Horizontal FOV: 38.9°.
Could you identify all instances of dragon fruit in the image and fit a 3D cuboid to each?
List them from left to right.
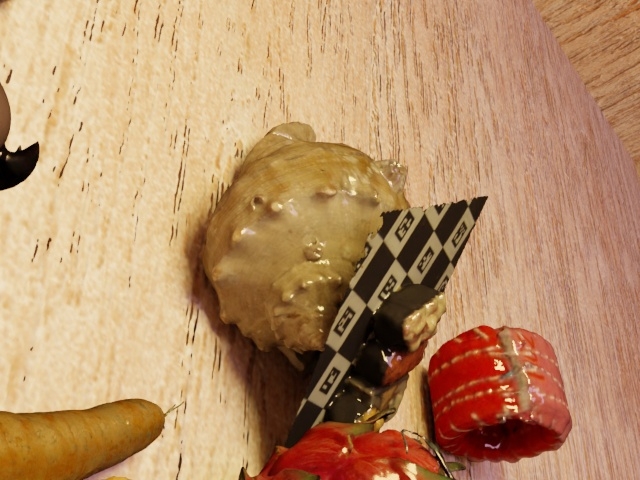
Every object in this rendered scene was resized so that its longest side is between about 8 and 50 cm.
[{"bbox_3d":[0.035,0.239,0.737,0.274,0.193,0.192,-11,87,-32],"label":"dragon fruit"}]

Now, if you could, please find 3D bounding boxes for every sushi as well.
[{"bbox_3d":[0.079,0.101,0.866,0.050,0.290,0.264,29,18,24],"label":"sushi"}]

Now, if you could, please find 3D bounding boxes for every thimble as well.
[{"bbox_3d":[0.220,0.196,1.122,0.189,0.163,0.125,50,30,-54],"label":"thimble"}]

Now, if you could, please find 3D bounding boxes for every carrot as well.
[{"bbox_3d":[-0.180,0.136,0.596,0.298,0.078,0.078,4,67,-62],"label":"carrot"}]

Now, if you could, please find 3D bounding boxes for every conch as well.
[{"bbox_3d":[0.010,0.001,0.911,0.324,0.186,0.263,-75,154,-45],"label":"conch"}]

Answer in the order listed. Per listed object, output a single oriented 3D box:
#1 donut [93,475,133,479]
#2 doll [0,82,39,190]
[{"bbox_3d":[-0.142,0.245,0.554,0.174,0.074,0.190,-27,100,-67],"label":"donut"},{"bbox_3d":[-0.270,-0.047,0.517,0.182,0.117,0.257,50,34,-31],"label":"doll"}]
